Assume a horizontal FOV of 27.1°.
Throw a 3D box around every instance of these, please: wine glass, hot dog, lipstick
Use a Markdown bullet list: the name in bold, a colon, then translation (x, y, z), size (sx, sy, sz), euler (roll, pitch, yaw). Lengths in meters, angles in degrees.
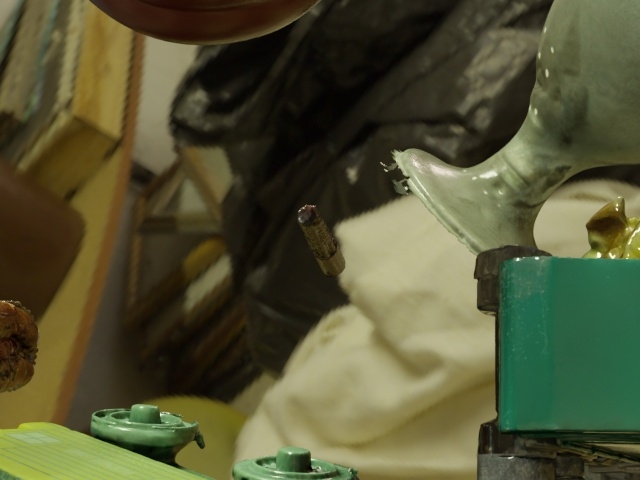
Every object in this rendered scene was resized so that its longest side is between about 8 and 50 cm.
- **wine glass**: translation (0.229, -0.126, 1.009), size (0.357, 0.190, 0.190), euler (-45, 27, 18)
- **hot dog**: translation (-0.460, 0.144, 1.737), size (0.075, 0.268, 0.144), euler (12, 98, 26)
- **lipstick**: translation (0.000, -0.001, 1.226), size (0.027, 0.027, 0.176), euler (-63, -14, -11)

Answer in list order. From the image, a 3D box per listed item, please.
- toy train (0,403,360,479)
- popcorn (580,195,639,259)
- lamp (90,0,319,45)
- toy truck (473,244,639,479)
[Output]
- **toy train**: translation (-0.165, 0.249, 1.129), size (0.442, 0.272, 0.179), euler (6, 92, 50)
- **popcorn**: translation (0.437, 0.077, 1.716), size (0.224, 0.258, 0.270), euler (-27, 70, 26)
- **lamp**: translation (-0.068, -0.200, 0.606), size (0.227, 0.227, 0.227), euler (-43, 28, 30)
- **toy truck**: translation (0.152, 0.070, 0.668), size (0.124, 0.253, 0.114), euler (-6, 75, 31)
